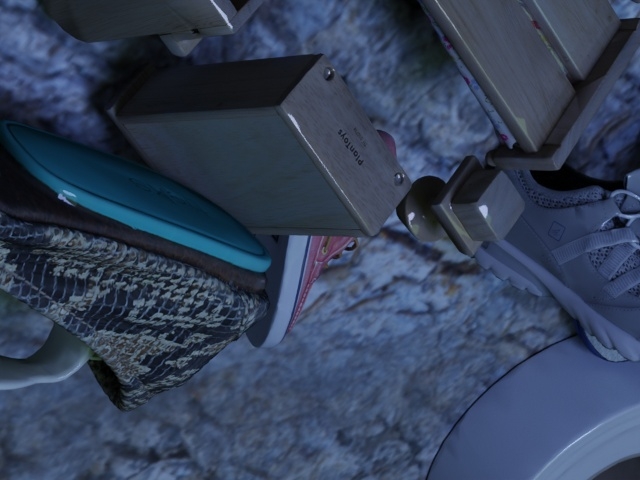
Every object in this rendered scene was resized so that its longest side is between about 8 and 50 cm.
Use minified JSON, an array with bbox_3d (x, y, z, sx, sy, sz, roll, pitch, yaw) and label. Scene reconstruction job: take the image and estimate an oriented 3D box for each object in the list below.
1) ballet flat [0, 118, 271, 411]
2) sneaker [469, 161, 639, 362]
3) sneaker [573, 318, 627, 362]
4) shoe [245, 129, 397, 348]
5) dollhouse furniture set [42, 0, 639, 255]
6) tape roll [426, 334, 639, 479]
[{"bbox_3d":[-0.208,-0.016,0.890,0.182,0.164,0.483,-49,140,4],"label":"ballet flat"},{"bbox_3d":[0.225,0.008,1.242,0.105,0.281,0.115,-17,127,-51],"label":"sneaker"},{"bbox_3d":[0.284,0.047,1.360,0.112,0.131,0.296,10,150,-15],"label":"sneaker"},{"bbox_3d":[0.000,0.000,1.219,0.081,0.063,0.178,-3,123,-28],"label":"shoe"},{"bbox_3d":[0.034,-0.176,1.100,0.355,0.174,0.303,-53,123,-27],"label":"dollhouse furniture set"},{"bbox_3d":[0.238,0.218,1.570,0.286,0.100,0.286,-20,135,-21],"label":"tape roll"}]
